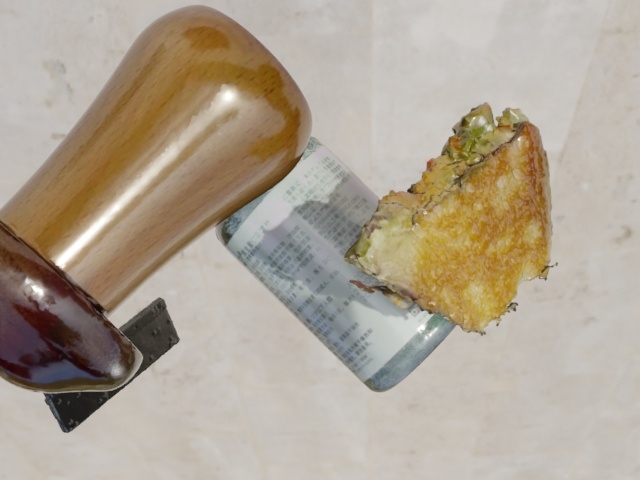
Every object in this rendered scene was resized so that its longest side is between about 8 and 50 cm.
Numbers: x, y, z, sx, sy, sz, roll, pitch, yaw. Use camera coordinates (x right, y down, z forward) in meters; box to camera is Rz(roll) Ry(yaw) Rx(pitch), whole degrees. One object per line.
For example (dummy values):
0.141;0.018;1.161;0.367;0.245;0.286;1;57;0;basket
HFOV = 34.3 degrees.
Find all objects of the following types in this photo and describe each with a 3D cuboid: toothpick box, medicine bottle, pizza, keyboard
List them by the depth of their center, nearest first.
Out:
-0.149;-0.026;0.761;0.294;0.192;0.192;-46;149;-14;toothpick box
0.101;-0.004;0.787;0.069;0.226;0.147;6;130;47;pizza
0.000;0.000;1.000;0.293;0.141;0.141;44;139;2;medicine bottle
-0.223;0.132;1.123;0.018;0.195;0.060;-8;111;37;keyboard
